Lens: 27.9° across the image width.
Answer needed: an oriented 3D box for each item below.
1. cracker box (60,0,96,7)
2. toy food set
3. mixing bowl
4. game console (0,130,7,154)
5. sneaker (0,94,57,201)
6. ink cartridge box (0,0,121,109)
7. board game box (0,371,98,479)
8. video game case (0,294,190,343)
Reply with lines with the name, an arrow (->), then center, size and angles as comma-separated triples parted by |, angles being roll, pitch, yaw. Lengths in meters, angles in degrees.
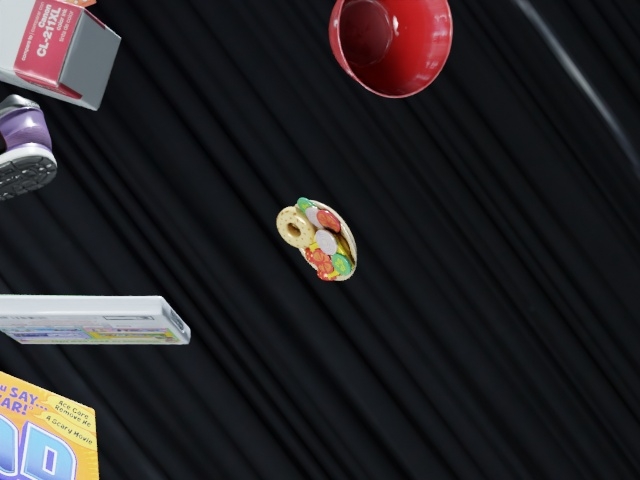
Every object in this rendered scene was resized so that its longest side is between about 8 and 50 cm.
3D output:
cracker box -> -0.457, -0.447, 1.961 | 0.156, 0.232, 0.067 | -23, 20, -8
toy food set -> 0.000, 0.000, 1.141 | 0.020, 0.083, 0.082 | -33, 4, -33
mixing bowl -> 0.079, -0.288, 1.765 | 0.181, 0.181, 0.098 | -38, 22, -20
game console -> -0.448, -0.154, 1.498 | 0.144, 0.085, 0.124 | -21, -46, -32
sneaker -> -0.485, -0.101, 1.678 | 0.283, 0.124, 0.107 | -18, -24, 2
ink cartridge box -> -0.279, -0.180, 1.116 | 0.127, 0.175, 0.072 | 26, -98, -84
board game box -> -0.522, 0.384, 1.605 | 0.356, 0.356, 0.356 | -41, 40, 25
video game case -> -0.270, 0.093, 1.487 | 0.212, 0.023, 0.193 | 0, -15, 3
